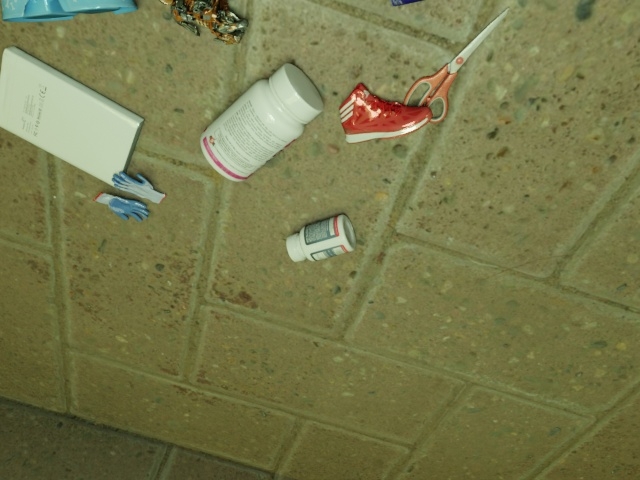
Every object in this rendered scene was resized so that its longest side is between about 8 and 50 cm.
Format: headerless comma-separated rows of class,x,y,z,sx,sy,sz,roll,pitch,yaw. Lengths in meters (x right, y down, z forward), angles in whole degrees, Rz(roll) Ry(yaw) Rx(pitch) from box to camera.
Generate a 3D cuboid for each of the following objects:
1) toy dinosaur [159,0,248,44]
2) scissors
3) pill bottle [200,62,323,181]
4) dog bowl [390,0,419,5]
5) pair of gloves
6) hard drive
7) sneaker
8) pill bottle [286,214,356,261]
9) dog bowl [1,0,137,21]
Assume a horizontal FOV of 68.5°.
toy dinosaur,-0.290,-0.550,0.977,0.322,0.164,0.218,17,146,-29
scissors,0.292,-0.395,1.057,0.109,0.021,0.297,24,127,-6
pill bottle,-0.141,-0.280,1.128,0.283,0.160,0.160,-33,114,28
dog bowl,0.156,-0.559,0.814,0.104,0.265,0.265,-6,124,17
pair of gloves,-0.549,-0.124,1.361,0.198,0.023,0.159,-33,138,32
hard drive,-0.674,-0.319,1.260,0.353,0.047,0.233,29,125,-11
sneaker,0.141,-0.307,1.096,0.221,0.087,0.128,-10,123,24
pill bottle,0.000,0.000,1.337,0.180,0.108,0.108,-16,121,20
dog bowl,-0.553,-0.530,1.025,0.297,0.166,0.074,0,113,10
